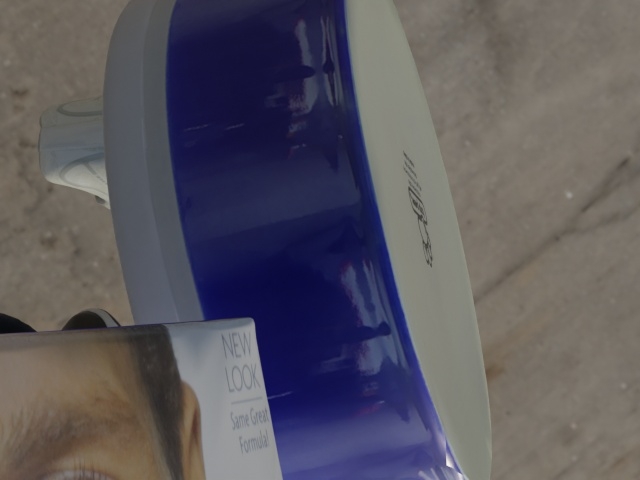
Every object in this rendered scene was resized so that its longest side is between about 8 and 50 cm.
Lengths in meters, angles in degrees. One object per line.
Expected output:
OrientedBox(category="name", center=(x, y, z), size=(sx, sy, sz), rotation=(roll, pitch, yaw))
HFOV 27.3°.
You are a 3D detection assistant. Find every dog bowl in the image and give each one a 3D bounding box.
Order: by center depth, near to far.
OrientedBox(category="dog bowl", center=(0.000, 0.000, 0.616), size=(0.104, 0.265, 0.265), rotation=(-13, 153, 13))

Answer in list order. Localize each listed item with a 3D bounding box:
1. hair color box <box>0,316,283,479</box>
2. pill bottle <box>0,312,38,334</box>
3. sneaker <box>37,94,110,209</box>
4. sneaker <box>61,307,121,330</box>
OrientedBox(category="hair color box", center=(-0.066, 0.196, 0.356), size=(0.110, 0.339, 0.185), rotation=(-15, 173, 20))
OrientedBox(category="pill bottle", center=(-0.210, 0.117, 0.729), size=(0.123, 0.123, 0.219), rotation=(-17, 166, -31))
OrientedBox(category="sneaker", center=(-0.085, -0.058, 0.887), size=(0.118, 0.110, 0.292), rotation=(-8, 172, 17))
OrientedBox(category="sneaker", center=(-0.226, 0.136, 1.017), size=(0.084, 0.235, 0.097), rotation=(-18, 131, 40))
